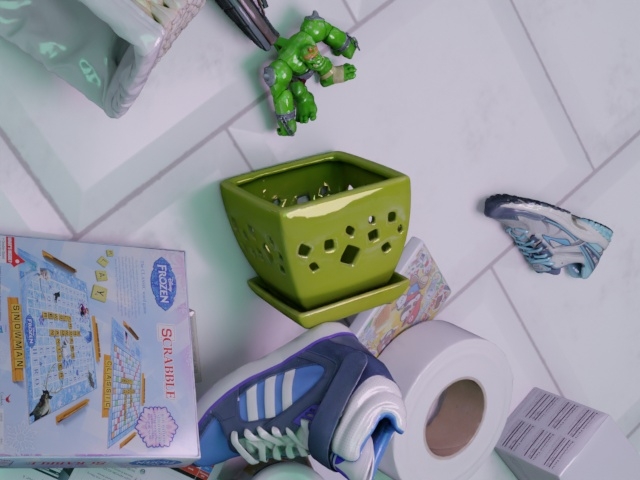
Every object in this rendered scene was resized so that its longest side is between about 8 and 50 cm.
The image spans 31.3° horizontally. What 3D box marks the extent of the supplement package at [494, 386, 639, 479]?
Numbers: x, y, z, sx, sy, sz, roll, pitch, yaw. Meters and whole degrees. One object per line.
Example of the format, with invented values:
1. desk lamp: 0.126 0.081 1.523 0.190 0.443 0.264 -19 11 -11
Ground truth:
1. supplement package: 0.455 0.400 2.061 0.149 0.203 0.194 -46 116 -15

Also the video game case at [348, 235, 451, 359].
1. video game case: 0.125 0.130 1.887 0.227 0.026 0.206 -55 149 -11

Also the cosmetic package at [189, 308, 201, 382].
1. cosmetic package: -0.220 0.164 1.752 0.060 0.041 0.115 -8 101 -27

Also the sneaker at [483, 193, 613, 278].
1. sneaker: 0.402 -0.001 2.031 0.283 0.110 0.122 17 92 -29

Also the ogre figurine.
1. ogre figurine: -0.023 -0.266 1.774 0.197 0.097 0.118 -40 133 -2

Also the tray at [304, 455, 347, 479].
1. tray: 0.005 0.331 1.852 0.270 0.030 0.145 66 28 -7

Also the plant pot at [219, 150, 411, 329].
1. plant pot: 0.000 0.000 1.751 0.228 0.227 0.207 -17 111 -24

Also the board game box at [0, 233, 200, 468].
1. board game box: -0.334 0.156 1.593 0.318 0.066 0.319 7 64 -28

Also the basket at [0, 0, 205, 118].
1. basket: -0.293 -0.380 1.443 0.331 0.328 0.266 37 73 -8

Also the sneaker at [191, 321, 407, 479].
1. sneaker: -0.032 0.280 1.627 0.322 0.236 0.130 -34 140 -4

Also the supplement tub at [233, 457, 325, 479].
1. supplement tub: -0.066 0.409 1.764 0.144 0.199 0.144 1 83 -12

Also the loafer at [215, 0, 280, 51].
1. loafer: -0.137 -0.401 1.681 0.084 0.096 0.267 -43 113 -4

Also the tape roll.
1. tape roll: 0.195 0.281 1.923 0.286 0.100 0.286 -16 115 -36

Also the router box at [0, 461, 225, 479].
1. router box: -0.349 0.374 1.689 0.335 0.082 0.301 33 81 -28
